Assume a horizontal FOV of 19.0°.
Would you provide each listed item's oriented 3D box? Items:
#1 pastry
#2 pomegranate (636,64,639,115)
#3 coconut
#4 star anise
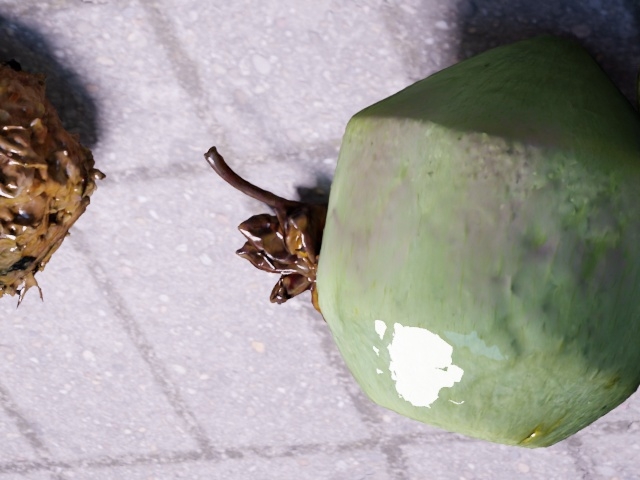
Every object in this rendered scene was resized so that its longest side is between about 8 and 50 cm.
[{"bbox_3d":[-0.335,-0.046,1.679,0.275,0.193,0.275,10,139,9],"label":"pastry"},{"bbox_3d":[0.305,-0.132,1.388,0.246,0.198,0.198,33,136,-7],"label":"pomegranate"},{"bbox_3d":[0.153,-0.004,1.515,0.328,0.328,0.281,44,165,-27],"label":"coconut"},{"bbox_3d":[-0.001,0.000,1.701,0.177,0.073,0.234,13,155,16],"label":"star anise"}]
